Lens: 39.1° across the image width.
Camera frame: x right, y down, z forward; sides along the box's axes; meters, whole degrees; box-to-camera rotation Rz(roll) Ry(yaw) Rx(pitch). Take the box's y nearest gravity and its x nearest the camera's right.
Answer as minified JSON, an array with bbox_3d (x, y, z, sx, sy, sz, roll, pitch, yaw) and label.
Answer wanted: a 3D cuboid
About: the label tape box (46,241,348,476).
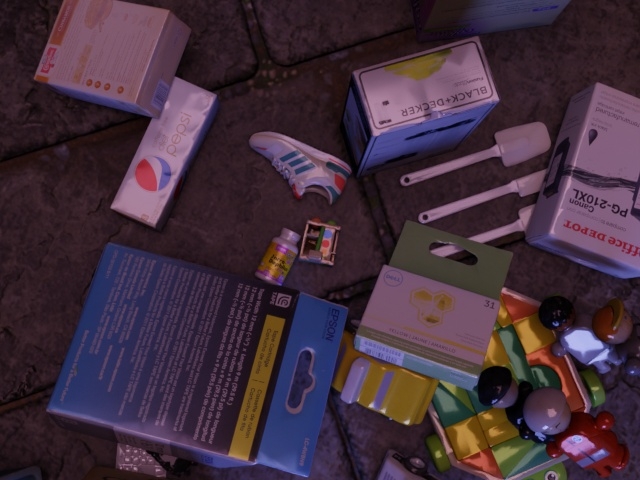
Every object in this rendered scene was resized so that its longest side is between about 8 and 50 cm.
[{"bbox_3d":[-0.161,0.171,1.234,0.348,0.115,0.249,15,65,-2],"label":"label tape box"}]

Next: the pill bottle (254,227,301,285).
[{"bbox_3d":[-0.060,0.024,1.318,0.043,0.043,0.083,26,84,1],"label":"pill bottle"}]

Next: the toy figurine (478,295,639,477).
[{"bbox_3d":[0.326,0.174,1.162,0.148,0.213,0.209,38,85,-12],"label":"toy figurine"}]

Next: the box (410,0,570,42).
[{"bbox_3d":[0.246,-0.385,1.270,0.214,0.243,0.117,-9,84,-2],"label":"box"}]

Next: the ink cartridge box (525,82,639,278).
[{"bbox_3d":[0.423,-0.082,1.309,0.172,0.100,0.237,20,84,-6],"label":"ink cartridge box"}]

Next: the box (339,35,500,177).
[{"bbox_3d":[0.123,-0.171,1.221,0.169,0.290,0.087,-16,85,-3],"label":"box"}]

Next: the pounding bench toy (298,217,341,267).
[{"bbox_3d":[0.000,0.000,1.302,0.052,0.083,0.065,12,85,0],"label":"pounding bench toy"}]

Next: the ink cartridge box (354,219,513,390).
[{"bbox_3d":[0.164,0.072,1.244,0.171,0.056,0.235,18,60,10],"label":"ink cartridge box"}]

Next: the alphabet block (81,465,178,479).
[{"bbox_3d":[-0.244,0.420,1.185,0.193,0.197,0.193,14,83,-6],"label":"alphabet block"}]

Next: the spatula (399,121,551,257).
[{"bbox_3d":[0.249,-0.070,1.353,0.242,0.019,0.168,-18,90,-3],"label":"spatula"}]

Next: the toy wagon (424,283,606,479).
[{"bbox_3d":[0.273,0.241,1.294,0.267,0.068,0.344,-22,85,-4],"label":"toy wagon"}]

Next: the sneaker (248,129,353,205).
[{"bbox_3d":[-0.038,-0.105,1.325,0.161,0.057,0.075,22,78,-2],"label":"sneaker"}]

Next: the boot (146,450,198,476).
[{"bbox_3d":[-0.209,0.269,1.286,0.121,0.045,0.099,42,79,-4],"label":"boot"}]

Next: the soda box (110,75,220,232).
[{"bbox_3d":[-0.224,-0.124,1.317,0.074,0.069,0.216,24,84,1],"label":"soda box"}]

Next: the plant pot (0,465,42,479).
[{"bbox_3d":[-0.532,0.440,1.170,0.252,0.248,0.247,-6,84,14],"label":"plant pot"}]

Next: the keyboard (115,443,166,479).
[{"bbox_3d":[-0.262,0.402,1.288,0.072,0.014,0.255,4,84,-1],"label":"keyboard"}]

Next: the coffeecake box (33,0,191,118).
[{"bbox_3d":[-0.300,-0.268,1.297,0.186,0.068,0.142,16,83,23],"label":"coffeecake box"}]

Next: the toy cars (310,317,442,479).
[{"bbox_3d":[0.103,0.281,1.240,0.177,0.087,0.393,-27,84,30],"label":"toy cars"}]
